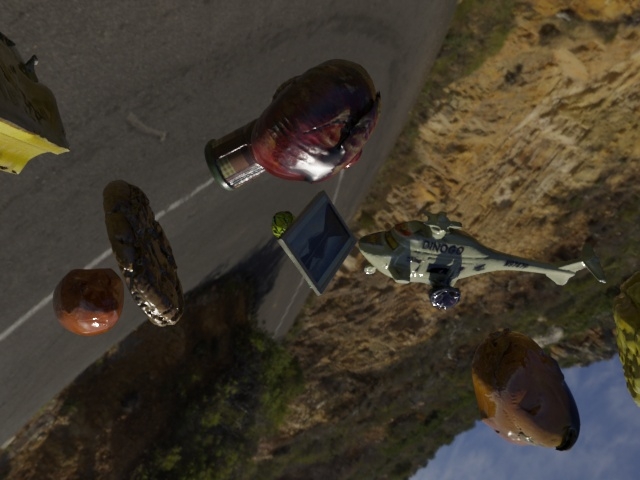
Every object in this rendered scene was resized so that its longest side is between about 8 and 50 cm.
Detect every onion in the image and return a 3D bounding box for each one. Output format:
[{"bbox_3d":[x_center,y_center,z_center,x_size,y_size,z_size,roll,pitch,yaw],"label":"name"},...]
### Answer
[{"bbox_3d":[-0.003,-0.204,0.900,0.246,0.190,0.246,-41,-166,13],"label":"onion"}]

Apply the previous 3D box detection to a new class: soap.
[{"bbox_3d":[-0.315,-0.143,0.449,0.076,0.135,0.233,-26,-177,-5],"label":"soap"}]

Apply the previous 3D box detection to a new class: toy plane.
[{"bbox_3d":[0.186,0.020,0.605,0.092,0.286,0.108,-87,-170,-49],"label":"toy plane"}]

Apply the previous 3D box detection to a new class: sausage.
[{"bbox_3d":[-0.450,0.118,0.983,0.133,0.133,0.258,-54,-160,-23],"label":"sausage"}]

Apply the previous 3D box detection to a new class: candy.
[{"bbox_3d":[-0.054,0.018,1.088,0.058,0.194,0.062,-13,150,-24],"label":"candy"}]

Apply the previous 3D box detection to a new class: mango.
[{"bbox_3d":[0.442,0.333,1.130,0.201,0.287,0.152,-21,-176,-1],"label":"mango"}]

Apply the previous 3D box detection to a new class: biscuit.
[{"bbox_3d":[-0.248,0.018,0.733,0.042,0.226,0.226,-19,172,-4],"label":"biscuit"}]

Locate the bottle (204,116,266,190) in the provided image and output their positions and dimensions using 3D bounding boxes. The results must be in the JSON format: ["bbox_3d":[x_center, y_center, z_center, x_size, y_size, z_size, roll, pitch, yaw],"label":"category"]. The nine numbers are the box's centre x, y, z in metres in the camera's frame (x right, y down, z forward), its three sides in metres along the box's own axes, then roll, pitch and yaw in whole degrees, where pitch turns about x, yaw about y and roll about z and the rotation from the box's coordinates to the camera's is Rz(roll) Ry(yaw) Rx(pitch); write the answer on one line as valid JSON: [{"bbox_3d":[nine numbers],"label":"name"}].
[{"bbox_3d":[-0.127,-0.222,1.201,0.271,0.143,0.156,-23,-165,12],"label":"bottle"}]

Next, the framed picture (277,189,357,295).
[{"bbox_3d":[0.000,0.000,1.086,0.015,0.150,0.203,-21,-160,39],"label":"framed picture"}]

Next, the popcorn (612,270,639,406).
[{"bbox_3d":[0.483,0.132,0.664,0.173,0.286,0.225,-14,-140,21],"label":"popcorn"}]
